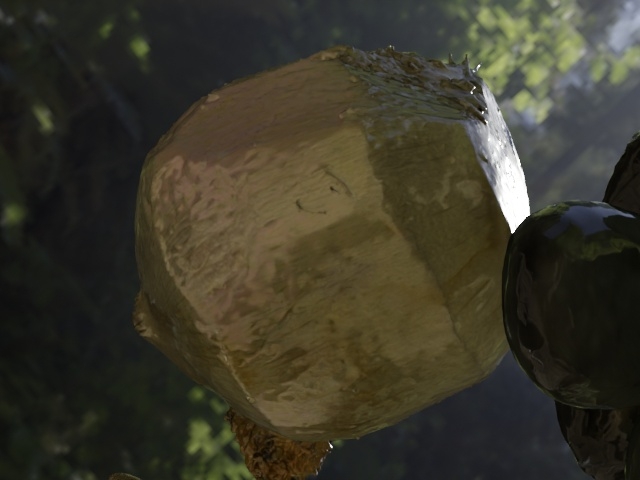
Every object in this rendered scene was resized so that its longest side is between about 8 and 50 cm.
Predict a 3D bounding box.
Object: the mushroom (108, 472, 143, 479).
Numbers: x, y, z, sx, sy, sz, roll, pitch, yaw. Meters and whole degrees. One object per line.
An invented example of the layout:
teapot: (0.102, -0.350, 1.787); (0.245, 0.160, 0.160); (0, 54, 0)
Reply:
mushroom: (-0.224, 0.223, 1.120); (0.097, 0.351, 0.109); (-41, -113, 47)

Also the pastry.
pastry: (-0.031, 0.120, 1.360); (0.140, 0.080, 0.056); (-120, -167, -55)

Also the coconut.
coconut: (0.000, 0.002, 0.874); (0.194, 0.194, 0.194); (28, -40, 27)

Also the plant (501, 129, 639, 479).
plant: (0.143, 0.024, 0.577); (0.146, 0.274, 0.149); (9, -83, 14)
